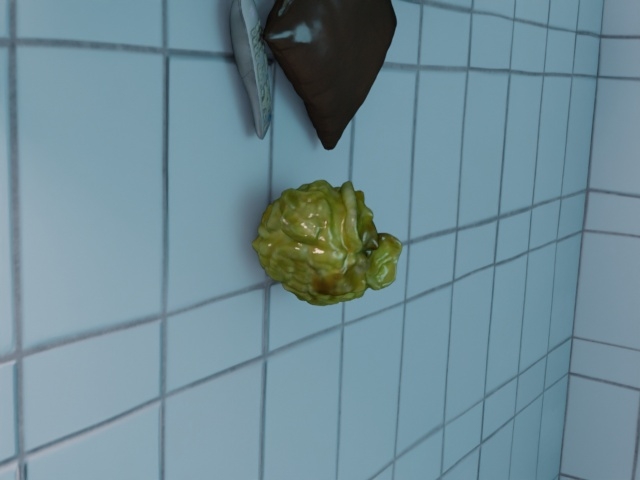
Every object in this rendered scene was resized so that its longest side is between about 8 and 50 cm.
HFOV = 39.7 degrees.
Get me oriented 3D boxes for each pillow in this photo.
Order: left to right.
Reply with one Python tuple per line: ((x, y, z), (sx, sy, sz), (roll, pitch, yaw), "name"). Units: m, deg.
((0.030, -0.349, 1.467), (0.308, 0.108, 0.305), (-64, 149, -21), "pillow")

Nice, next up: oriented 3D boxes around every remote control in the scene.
((-0.106, -0.263, 1.336), (0.073, 0.044, 0.229), (-78, 165, -54), "remote control")

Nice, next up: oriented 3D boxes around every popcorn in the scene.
((0.011, 0.002, 1.426), (0.235, 0.216, 0.181), (76, 34, -50), "popcorn")
